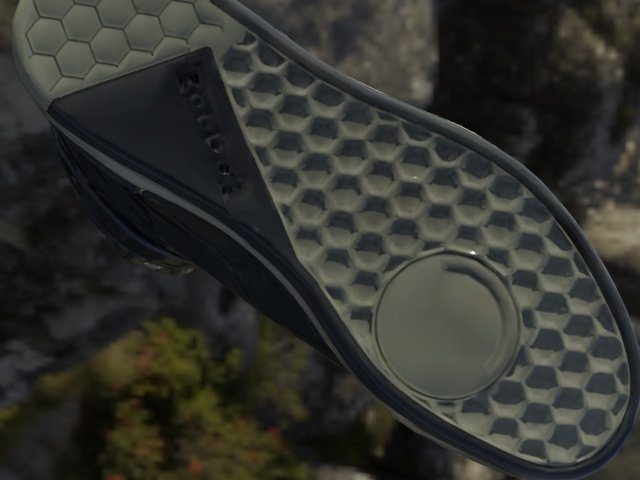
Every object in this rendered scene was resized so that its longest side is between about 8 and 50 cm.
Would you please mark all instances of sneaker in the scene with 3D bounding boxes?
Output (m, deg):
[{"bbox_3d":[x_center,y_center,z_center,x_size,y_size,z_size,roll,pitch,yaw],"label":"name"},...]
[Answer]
[{"bbox_3d":[0.001,-0.002,0.664,0.086,0.226,0.163,-50,178,-10],"label":"sneaker"}]
